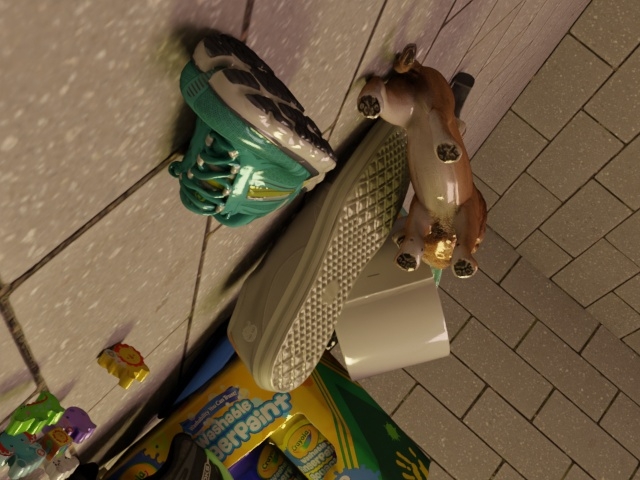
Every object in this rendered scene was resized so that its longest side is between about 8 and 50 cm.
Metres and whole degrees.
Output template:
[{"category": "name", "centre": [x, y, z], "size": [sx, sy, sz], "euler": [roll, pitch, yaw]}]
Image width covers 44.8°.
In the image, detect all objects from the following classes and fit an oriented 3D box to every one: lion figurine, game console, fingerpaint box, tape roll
[{"category": "lion figurine", "centre": [0.147, -0.106, 1.021], "size": [0.240, 0.142, 0.392], "euler": [-68, 156, -53]}, {"category": "game console", "centre": [-0.128, 0.247, 1.471], "size": [0.293, 0.250, 0.173], "euler": [-53, -162, 33]}, {"category": "fingerpaint box", "centre": [-0.102, 0.406, 1.336], "size": [0.445, 0.371, 0.163], "euler": [-41, -177, 19]}, {"category": "tape roll", "centre": [0.099, 0.095, 1.290], "size": [0.169, 0.246, 0.246], "euler": [-15, 173, 2]}]

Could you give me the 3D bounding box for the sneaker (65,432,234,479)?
[{"category": "sneaker", "centre": [-0.363, 0.450, 1.156], "size": [0.483, 0.202, 0.185], "euler": [-27, 178, -23]}]

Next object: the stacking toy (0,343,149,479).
[{"category": "stacking toy", "centre": [-0.280, 0.196, 0.779], "size": [0.167, 0.052, 0.221], "euler": [-52, 170, 15]}]

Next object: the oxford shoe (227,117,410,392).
[{"category": "oxford shoe", "centre": [0.000, 0.000, 1.127], "size": [0.449, 0.130, 0.169], "euler": [-61, 144, -8]}]

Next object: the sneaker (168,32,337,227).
[{"category": "sneaker", "centre": [-0.056, -0.058, 0.570], "size": [0.110, 0.107, 0.275], "euler": [-38, 172, -4]}]

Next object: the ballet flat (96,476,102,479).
[{"category": "ballet flat", "centre": [-0.321, 0.479, 1.284], "size": [0.077, 0.222, 0.079], "euler": [-55, 179, 26]}]

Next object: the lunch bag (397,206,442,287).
[{"category": "lunch bag", "centre": [0.119, 0.062, 1.610], "size": [0.160, 0.223, 0.262], "euler": [24, 115, -40]}]

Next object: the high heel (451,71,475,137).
[{"category": "high heel", "centre": [0.202, -0.173, 1.438], "size": [0.261, 0.093, 0.186], "euler": [-54, 171, -35]}]

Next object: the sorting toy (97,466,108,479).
[{"category": "sorting toy", "centre": [-0.435, 0.484, 1.352], "size": [0.132, 0.046, 0.274], "euler": [-51, 172, 21]}]
